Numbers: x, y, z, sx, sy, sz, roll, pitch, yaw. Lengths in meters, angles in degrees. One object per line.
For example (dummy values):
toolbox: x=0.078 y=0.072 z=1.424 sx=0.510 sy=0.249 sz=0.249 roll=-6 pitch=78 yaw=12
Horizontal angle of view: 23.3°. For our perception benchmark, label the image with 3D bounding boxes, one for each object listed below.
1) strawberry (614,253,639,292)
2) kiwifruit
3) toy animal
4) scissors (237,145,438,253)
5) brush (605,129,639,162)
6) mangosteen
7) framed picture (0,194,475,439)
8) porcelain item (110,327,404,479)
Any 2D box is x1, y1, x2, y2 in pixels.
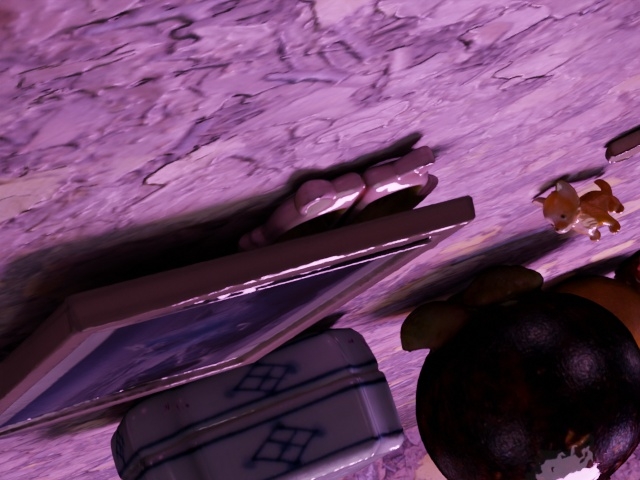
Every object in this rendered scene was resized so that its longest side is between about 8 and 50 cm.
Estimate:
strawberry: x=0.516 y=0.054 z=2.189 sx=0.190 sy=0.111 sz=0.236 roll=-22 pitch=168 yaw=11
kiwifruit: x=0.376 y=0.141 z=2.138 sx=0.196 sy=0.196 sz=0.234 roll=-23 pitch=162 yaw=7
toy animal: x=0.237 y=-0.036 z=1.435 sx=0.083 sy=0.081 sz=0.060 roll=26 pitch=153 yaw=-24
scissors: x=0.000 y=0.000 z=1.187 sx=0.160 sy=0.024 sz=0.317 roll=-19 pitch=168 yaw=-17
brush: x=0.390 y=-0.140 z=1.291 sx=0.336 sy=0.020 sz=0.085 roll=-25 pitch=169 yaw=17
mangosteen: x=0.231 y=0.167 z=1.765 sx=0.288 sy=0.288 sz=0.288 roll=-21 pitch=169 yaw=-4
framed picture: x=-0.112 y=0.077 z=1.251 sx=0.326 sy=0.028 sz=0.446 roll=-15 pitch=169 yaw=-28
porcelain item: x=-0.077 y=0.211 z=1.683 sx=0.286 sy=0.157 sz=0.281 roll=-20 pitch=170 yaw=-17
